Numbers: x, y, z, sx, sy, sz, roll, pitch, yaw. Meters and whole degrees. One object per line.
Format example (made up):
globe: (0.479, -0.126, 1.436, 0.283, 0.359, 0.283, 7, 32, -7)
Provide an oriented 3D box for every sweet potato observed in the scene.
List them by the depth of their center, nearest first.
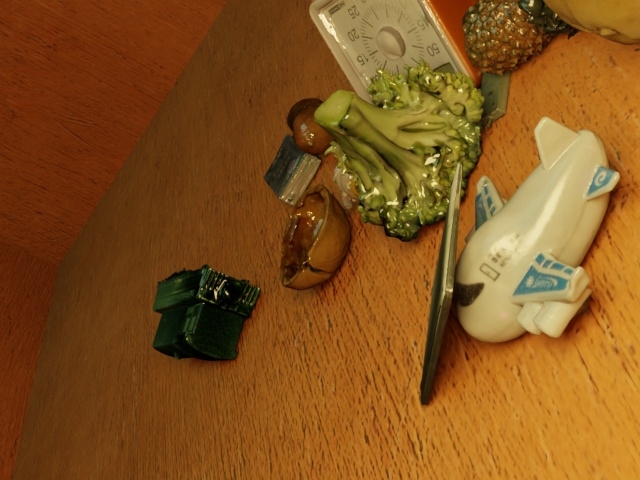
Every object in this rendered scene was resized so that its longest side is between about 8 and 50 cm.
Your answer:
sweet potato: (-0.018, -0.240, 1.891, 0.097, 0.097, 0.292, -58, 14, 11)

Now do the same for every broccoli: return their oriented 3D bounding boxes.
broccoli: (0.103, -0.132, 1.312, 0.263, 0.243, 0.246, -17, 60, 39)

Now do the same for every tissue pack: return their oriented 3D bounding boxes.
tissue pack: (-0.059, -0.145, 1.913, 0.112, 0.051, 0.156, -60, 23, 10)

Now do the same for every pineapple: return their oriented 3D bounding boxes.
pineapple: (0.308, -0.307, 1.256, 0.251, 0.125, 0.125, -19, 47, 43)

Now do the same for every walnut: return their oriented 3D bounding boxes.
walnut: (0.002, 0.000, 1.576, 0.167, 0.087, 0.211, -56, 21, 33)

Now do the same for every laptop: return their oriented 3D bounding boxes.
laptop: (0.144, 0.058, 1.120, 0.269, 0.015, 0.187, 90, -171, -54)

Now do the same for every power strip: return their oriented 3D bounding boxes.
power strip: (0.254, -0.217, 1.366, 0.051, 0.019, 0.136, -29, 39, 49)

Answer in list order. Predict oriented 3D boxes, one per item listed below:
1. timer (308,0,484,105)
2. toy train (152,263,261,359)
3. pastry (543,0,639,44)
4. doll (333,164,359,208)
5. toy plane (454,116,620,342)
timer: (0.139, -0.323, 1.506, 0.257, 0.161, 0.249, -18, 92, 56)
toy train: (-0.249, 0.153, 1.888, 0.330, 0.139, 0.178, -19, 53, 60)
pastry: (0.376, -0.412, 0.995, 0.410, 0.245, 0.409, -34, 40, 35)
doll: (0.056, -0.093, 1.582, 0.084, 0.073, 0.127, -66, 26, 2)
toy plane: (0.233, -0.003, 1.043, 0.267, 0.123, 0.266, -52, 26, 40)
